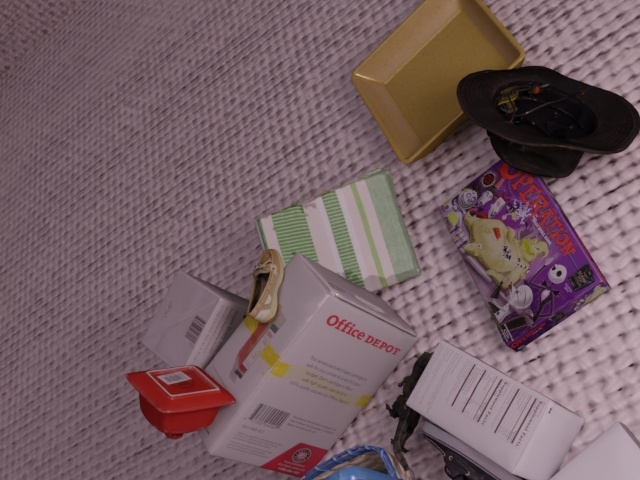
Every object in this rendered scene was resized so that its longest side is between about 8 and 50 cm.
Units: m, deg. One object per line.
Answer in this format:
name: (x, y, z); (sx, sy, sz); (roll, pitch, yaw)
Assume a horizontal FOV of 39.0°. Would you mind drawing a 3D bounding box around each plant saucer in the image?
plant saucer: (0.256, -0.357, 1.939); (0.333, 0.081, 0.333); (-42, 47, 19)

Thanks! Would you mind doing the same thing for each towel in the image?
towel: (0.030, 0.011, 1.914); (0.325, 0.038, 0.248); (-21, 74, 19)

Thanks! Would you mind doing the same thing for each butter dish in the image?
butter dish: (-0.262, 0.308, 1.657); (0.160, 0.160, 0.118); (30, 115, 47)

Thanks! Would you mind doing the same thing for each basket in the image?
basket: (0.044, 0.469, 1.570); (0.255, 0.289, 0.201); (-35, 50, 26)

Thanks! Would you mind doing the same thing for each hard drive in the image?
hard drive: (0.416, 0.459, 1.411); (0.307, 0.040, 0.203); (-46, 46, 15)

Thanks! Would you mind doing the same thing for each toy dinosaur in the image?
toy dinosaur: (0.158, 0.323, 1.670); (0.118, 0.064, 0.268); (112, 177, -50)

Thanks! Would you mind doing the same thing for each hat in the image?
hat: (0.402, -0.197, 1.660); (0.331, 0.331, 0.134); (50, 144, 44)

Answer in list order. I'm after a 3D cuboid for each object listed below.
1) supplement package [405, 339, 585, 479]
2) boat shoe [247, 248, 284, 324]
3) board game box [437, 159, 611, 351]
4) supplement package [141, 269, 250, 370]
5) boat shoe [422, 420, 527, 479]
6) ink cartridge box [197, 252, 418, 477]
supplement package: (0.294, 0.291, 1.536); (0.244, 0.139, 0.134); (27, 88, 46)
boat shoe: (-0.106, 0.079, 1.682); (0.056, 0.048, 0.153); (-18, 54, 40)
board game box: (0.366, 0.009, 1.680); (0.208, 0.056, 0.347); (-37, 49, 18)
supplement package: (-0.189, 0.211, 1.911); (0.175, 0.293, 0.177); (26, 89, 47)
boat shoe: (0.256, 0.395, 1.572); (0.228, 0.080, 0.076); (28, 88, 39)
ink cartridge box: (-0.037, 0.251, 1.765); (0.385, 0.279, 0.160); (-52, 43, 10)
